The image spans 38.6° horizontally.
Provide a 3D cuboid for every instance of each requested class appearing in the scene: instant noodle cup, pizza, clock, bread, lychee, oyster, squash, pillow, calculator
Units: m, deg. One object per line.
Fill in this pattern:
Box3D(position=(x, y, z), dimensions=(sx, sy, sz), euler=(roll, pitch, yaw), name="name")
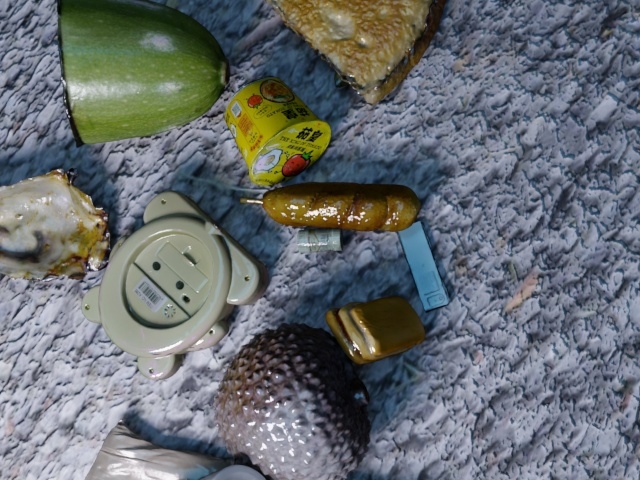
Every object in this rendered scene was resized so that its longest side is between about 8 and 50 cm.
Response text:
Box3D(position=(-0.092, -0.216, 1.749), dimensions=(0.182, 0.182, 0.144), euler=(-36, 68, 2), name="instant noodle cup")
Box3D(position=(0.096, -0.465, 1.802), dimensions=(0.434, 0.080, 0.392), euler=(-16, 78, 8), name="pizza")
Box3D(position=(-0.287, 0.090, 1.760), dimensions=(0.284, 0.114, 0.309), euler=(42, 91, 12), name="clock")
Box3D(position=(0.103, 0.155, 1.638), dimensions=(0.077, 0.200, 0.116), euler=(-38, 72, 32), name="bread")
Box3D(position=(-0.049, 0.297, 1.595), dimensions=(0.299, 0.300, 0.300), euler=(-2, 80, 9), name="lychee")
Box3D(position=(-0.593, -0.006, 1.834), dimensions=(0.360, 0.096, 0.222), euler=(-13, 84, 7), name="oyster")
Box3D(position=(-0.334, -0.348, 1.772), dimensions=(0.308, 0.310, 0.311), euler=(-6, 79, -8), name="squash")
Box3D(position=(0.018, -0.064, 1.733), dimensions=(0.343, 0.124, 0.084), euler=(2, 105, 7), name="bread")
Box3D(position=(-0.309, 0.449, 1.720), dimensions=(0.270, 0.067, 0.174), euler=(18, 90, 7), name="pillow")
Box3D(position=(0.196, 0.049, 1.729), dimensions=(0.057, 0.018, 0.172), euler=(-20, 78, 4), name="calculator")

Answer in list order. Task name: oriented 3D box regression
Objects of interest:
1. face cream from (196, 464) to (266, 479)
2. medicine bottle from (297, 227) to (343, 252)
Box3D(position=(-0.239, 0.502, 1.584), dimensions=(0.369, 0.145, 0.146), euler=(-31, 74, 41), name="face cream")
Box3D(position=(0.000, 0.000, 1.755), dimensions=(0.083, 0.047, 0.047), euler=(-3, 80, 9), name="medicine bottle")
